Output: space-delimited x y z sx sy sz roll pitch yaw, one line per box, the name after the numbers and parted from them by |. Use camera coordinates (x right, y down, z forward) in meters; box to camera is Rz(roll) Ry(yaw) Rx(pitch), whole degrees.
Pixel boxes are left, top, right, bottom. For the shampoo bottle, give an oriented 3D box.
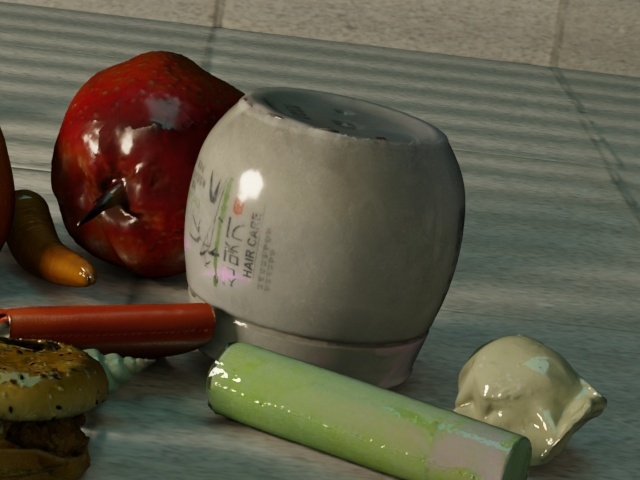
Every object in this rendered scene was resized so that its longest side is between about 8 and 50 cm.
0.000 0.000 1.828 0.273 0.266 0.273 11 13 -3 | shampoo bottle

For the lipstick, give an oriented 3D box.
0.038 0.162 1.643 0.304 0.076 0.076 15 18 27 | lipstick

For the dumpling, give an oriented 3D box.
0.173 0.155 1.723 0.134 0.100 0.169 -38 54 -14 | dumpling

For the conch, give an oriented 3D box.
-0.235 0.121 1.672 0.180 0.065 0.088 -8 17 7 | conch

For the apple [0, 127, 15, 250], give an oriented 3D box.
-0.432 -0.066 1.970 0.230 0.230 0.230 7 16 -2 | apple

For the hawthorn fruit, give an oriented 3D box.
-0.202 -0.071 2.055 0.254 0.254 0.300 14 29 22 | hawthorn fruit

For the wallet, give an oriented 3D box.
-0.218 0.088 1.753 0.204 0.045 0.142 -1 -12 -26 | wallet

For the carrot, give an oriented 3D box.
-0.301 0.011 2.026 0.066 0.062 0.271 -26 32 -11 | carrot

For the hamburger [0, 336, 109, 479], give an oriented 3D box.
-0.273 0.134 1.536 0.185 0.113 0.177 18 21 30 | hamburger
